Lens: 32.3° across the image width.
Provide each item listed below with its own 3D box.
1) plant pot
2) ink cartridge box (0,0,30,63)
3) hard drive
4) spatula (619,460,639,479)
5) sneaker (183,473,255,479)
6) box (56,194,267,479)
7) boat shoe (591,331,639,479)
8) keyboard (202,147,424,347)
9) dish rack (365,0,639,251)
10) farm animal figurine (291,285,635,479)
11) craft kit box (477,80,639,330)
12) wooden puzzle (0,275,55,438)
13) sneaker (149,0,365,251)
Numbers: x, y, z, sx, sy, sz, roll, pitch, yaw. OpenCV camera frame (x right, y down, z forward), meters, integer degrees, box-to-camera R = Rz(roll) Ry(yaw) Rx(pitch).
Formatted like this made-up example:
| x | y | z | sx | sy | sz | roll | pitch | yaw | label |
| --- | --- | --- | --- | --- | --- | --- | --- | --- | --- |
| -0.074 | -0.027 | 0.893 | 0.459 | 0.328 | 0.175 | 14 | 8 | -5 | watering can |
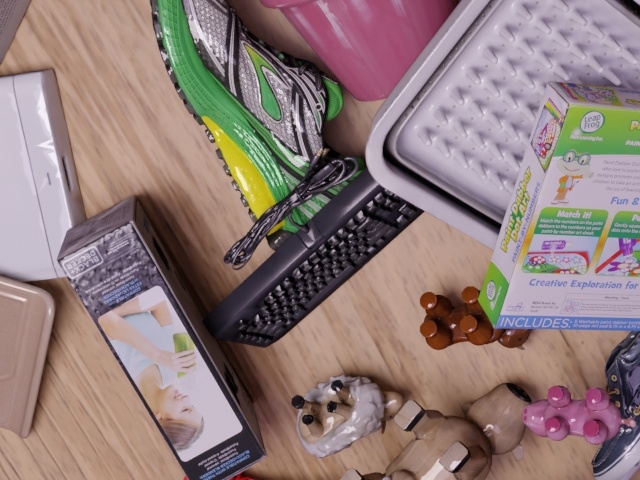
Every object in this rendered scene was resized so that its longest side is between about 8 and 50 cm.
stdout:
| x | y | z | sx | sy | sz | roll | pitch | yaw | label |
| --- | --- | --- | --- | --- | --- | --- | --- | --- | --- |
| 0.047 | -0.243 | 1.071 | 0.201 | 0.201 | 0.180 | -23 | 115 | 14 | plant pot |
| -0.452 | -0.247 | 1.080 | 0.223 | 0.307 | 0.129 | 30 | 110 | 0 | ink cartridge box |
| -0.453 | -0.055 | 1.267 | 0.353 | 0.047 | 0.233 | -7 | 104 | 11 | hard drive |
| 0.343 | 0.371 | 1.273 | 0.168 | 0.019 | 0.242 | 36 | 106 | 3 | spatula |
| -0.087 | 0.297 | 1.263 | 0.221 | 0.087 | 0.128 | -28 | 96 | 33 | sneaker |
| -0.168 | 0.107 | 1.186 | 0.087 | 0.169 | 0.290 | -28 | 103 | -3 | box |
| 0.331 | 0.174 | 1.198 | 0.083 | 0.065 | 0.183 | 33 | 101 | 0 | boat shoe |
| 0.000 | 0.000 | 1.147 | 0.317 | 0.201 | 0.033 | -43 | 54 | 17 | keyboard |
| 0.225 | -0.123 | 1.060 | 0.332 | 0.072 | 0.285 | 27 | 113 | -30 | dish rack |
| 0.167 | 0.233 | 1.162 | 0.326 | 0.172 | 0.330 | -34 | 59 | 11 | farm animal figurine |
| 0.303 | -0.024 | 1.074 | 0.249 | 0.061 | 0.247 | 3 | 124 | -18 | craft kit box |
| -0.431 | 0.111 | 1.287 | 0.238 | 0.044 | 0.221 | 20 | 122 | 0 | wooden puzzle |
| -0.065 | -0.166 | 1.144 | 0.146 | 0.134 | 0.344 | -28 | 110 | 7 | sneaker |
